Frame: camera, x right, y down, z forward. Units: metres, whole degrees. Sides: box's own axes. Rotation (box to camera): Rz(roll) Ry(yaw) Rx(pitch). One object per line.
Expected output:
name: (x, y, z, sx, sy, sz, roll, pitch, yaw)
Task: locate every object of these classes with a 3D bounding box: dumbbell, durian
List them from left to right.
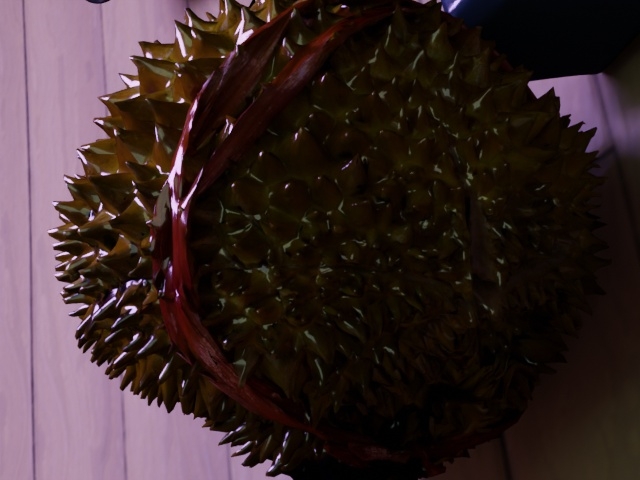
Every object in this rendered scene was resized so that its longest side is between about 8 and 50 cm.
durian: (0.004, 0.003, 1.186, 0.384, 0.347, 0.347, -25, 53, 36)
dumbbell: (0.134, -0.261, 1.295, 0.144, 0.156, 0.316, -25, 51, 17)

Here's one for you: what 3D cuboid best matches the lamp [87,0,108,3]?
lamp: (-0.153, -0.339, 1.709, 0.244, 0.198, 0.197, -31, 49, 30)
